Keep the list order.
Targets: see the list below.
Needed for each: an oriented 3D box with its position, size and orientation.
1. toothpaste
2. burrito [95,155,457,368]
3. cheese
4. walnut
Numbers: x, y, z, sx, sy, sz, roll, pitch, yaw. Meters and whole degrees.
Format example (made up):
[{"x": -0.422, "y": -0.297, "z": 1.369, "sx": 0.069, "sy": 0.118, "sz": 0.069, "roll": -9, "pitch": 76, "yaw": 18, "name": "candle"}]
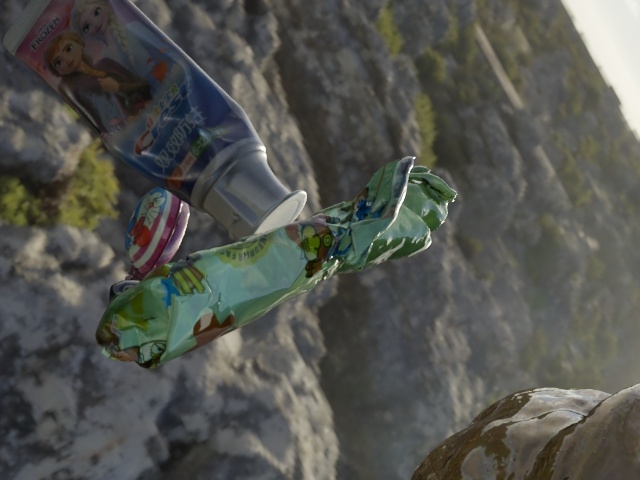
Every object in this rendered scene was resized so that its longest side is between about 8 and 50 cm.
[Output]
[{"x": -0.121, "y": -0.098, "z": 0.846, "sx": 0.266, "sy": 0.096, "sz": 0.061, "roll": 44, "pitch": 13, "yaw": 17, "name": "toothpaste"}, {"x": 0.000, "y": 0.000, "z": 0.672, "sx": 0.288, "sy": 0.104, "sz": 0.054, "roll": -20, "pitch": 81, "yaw": -50, "name": "burrito"}, {"x": -0.149, "y": 0.008, "z": 1.027, "sx": 0.038, "sy": 0.145, "sz": 0.095, "roll": 24, "pitch": 0, "yaw": -23, "name": "cheese"}, {"x": 0.215, "y": 0.245, "z": 0.911, "sx": 0.296, "sy": 0.285, "sz": 0.285, "roll": 23, "pitch": -3, "yaw": 29, "name": "walnut"}]
